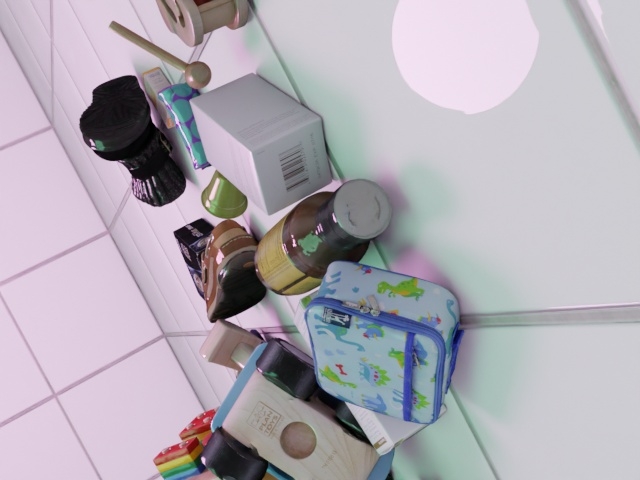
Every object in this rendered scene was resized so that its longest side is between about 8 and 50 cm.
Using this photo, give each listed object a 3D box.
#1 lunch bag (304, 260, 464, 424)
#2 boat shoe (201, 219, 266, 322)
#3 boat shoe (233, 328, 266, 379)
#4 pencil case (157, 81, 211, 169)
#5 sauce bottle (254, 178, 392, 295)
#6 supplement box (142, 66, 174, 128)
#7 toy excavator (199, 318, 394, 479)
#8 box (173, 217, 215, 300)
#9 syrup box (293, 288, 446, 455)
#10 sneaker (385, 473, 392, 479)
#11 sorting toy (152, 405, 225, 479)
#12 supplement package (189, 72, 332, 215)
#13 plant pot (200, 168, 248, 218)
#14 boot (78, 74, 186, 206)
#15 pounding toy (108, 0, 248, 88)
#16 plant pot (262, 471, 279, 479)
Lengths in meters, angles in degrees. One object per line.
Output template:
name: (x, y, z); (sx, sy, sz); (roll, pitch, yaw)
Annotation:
lunch bag: (0.078, 0.127, 0.947); (0.176, 0.090, 0.219); (15, 143, 15)
boat shoe: (-0.175, 0.060, 1.547); (0.120, 0.122, 0.324); (63, 155, 18)
boat shoe: (-0.104, 0.354, 1.777); (0.158, 0.127, 0.341); (-126, 16, -67)
pencil case: (-0.220, -0.198, 1.364); (0.070, 0.064, 0.152); (-14, 104, 54)
sauce bottle: (0.000, 0.000, 1.021); (0.111, 0.111, 0.344); (61, 159, 1)
supplement box: (-0.298, -0.272, 1.499); (0.098, 0.036, 0.062); (56, 160, 19)
toy excavator: (-0.067, 0.287, 1.389); (0.433, 0.222, 0.445); (30, 177, 11)
box: (-0.238, 0.060, 1.736); (0.147, 0.077, 0.180); (34, 147, 54)
syrup box: (0.065, 0.173, 1.114); (0.237, 0.093, 0.096); (56, 159, 16)
sneaker: (0.067, 0.471, 1.502); (0.106, 0.101, 0.267); (53, 159, 29)
sorting toy: (-0.191, 0.396, 1.572); (0.089, 0.255, 0.257); (62, -155, -5)
supplement package: (-0.080, -0.132, 1.044); (0.179, 0.105, 0.105); (41, 153, 44)
plant pot: (-0.158, -0.093, 1.349); (0.083, 0.083, 0.079); (53, 147, 22)
boot: (-0.367, -0.169, 1.595); (0.348, 0.131, 0.260); (-106, 0, -62)
pounding toy: (-0.197, -0.319, 1.006); (0.154, 0.155, 0.269); (26, 140, 66)
plant pot: (-0.067, 0.520, 1.592); (0.291, 0.203, 0.291); (168, 90, -88)
